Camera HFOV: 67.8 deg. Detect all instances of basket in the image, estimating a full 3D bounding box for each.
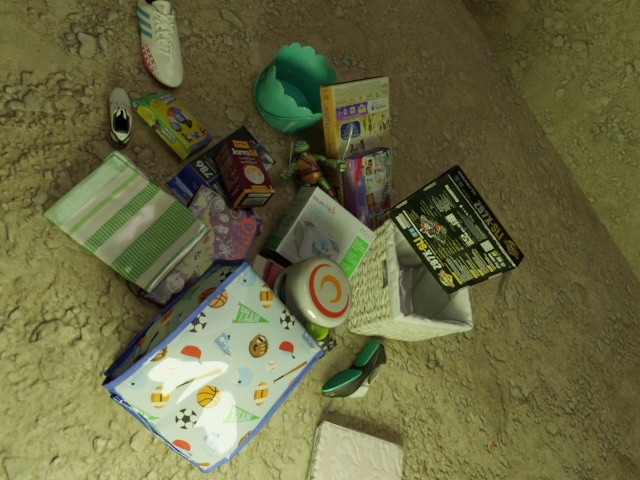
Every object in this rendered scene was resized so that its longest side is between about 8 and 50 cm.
[{"bbox_3d":[0.284,0.146,1.571,0.331,0.266,0.329,13,63,-29],"label":"basket"}]

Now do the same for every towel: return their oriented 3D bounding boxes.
[{"bbox_3d":[-0.479,-0.050,1.211,0.324,0.038,0.248,39,66,-3],"label":"towel"},{"bbox_3d":[0.095,0.712,1.329,0.316,0.053,0.332,27,56,-22],"label":"towel"}]

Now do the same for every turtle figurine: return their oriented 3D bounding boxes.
[{"bbox_3d":[-0.016,-0.201,1.531,0.197,0.274,0.267,-23,98,-38],"label":"turtle figurine"}]

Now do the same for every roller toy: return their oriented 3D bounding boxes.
[{"bbox_3d":[-0.024,0.146,1.269,0.209,0.146,0.191,-40,102,-47],"label":"roller toy"}]

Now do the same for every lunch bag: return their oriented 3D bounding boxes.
[{"bbox_3d":[-0.247,0.283,1.102,0.328,0.239,0.385,50,63,-19],"label":"lunch bag"}]

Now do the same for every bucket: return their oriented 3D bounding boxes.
[{"bbox_3d":[-0.086,-0.516,1.657,0.281,0.183,0.281,15,62,-29],"label":"bucket"}]

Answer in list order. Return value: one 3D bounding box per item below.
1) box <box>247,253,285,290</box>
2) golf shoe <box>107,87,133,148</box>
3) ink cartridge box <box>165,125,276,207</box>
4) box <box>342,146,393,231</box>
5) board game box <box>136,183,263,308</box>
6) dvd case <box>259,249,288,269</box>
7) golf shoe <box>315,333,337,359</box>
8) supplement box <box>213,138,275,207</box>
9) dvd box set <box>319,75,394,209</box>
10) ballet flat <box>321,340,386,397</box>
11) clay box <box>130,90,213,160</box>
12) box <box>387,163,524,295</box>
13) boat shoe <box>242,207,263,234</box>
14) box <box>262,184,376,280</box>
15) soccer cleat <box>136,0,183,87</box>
[{"bbox_3d":[-0.132,0.166,1.361,0.232,0.126,0.149,30,57,-22],"label":"box"},{"bbox_3d":[-0.551,-0.352,1.324,0.067,0.086,0.186,2,68,-34],"label":"golf shoe"},{"bbox_3d":[-0.294,-0.207,1.455,0.165,0.065,0.333,48,52,-9],"label":"ink cartridge box"},{"bbox_3d":[0.171,-0.163,1.671,0.200,0.057,0.294,-24,117,-40],"label":"box"},{"bbox_3d":[-0.319,0.042,1.302,0.208,0.056,0.347,33,65,-24],"label":"board game box"},{"bbox_3d":[-0.133,0.066,1.420,0.087,0.119,0.013,30,91,-22],"label":"dvd case"},{"bbox_3d":[-0.044,0.324,1.398,0.198,0.077,0.094,-26,75,-46],"label":"golf shoe"},{"bbox_3d":[-0.221,-0.193,1.380,0.104,0.081,0.188,-5,62,-43],"label":"supplement box"},{"bbox_3d":[0.140,-0.347,1.679,0.307,0.062,0.421,-26,118,-39],"label":"dvd box set"},{"bbox_3d":[0.120,0.416,1.454,0.280,0.095,0.096,-31,102,-39],"label":"ballet flat"},{"bbox_3d":[-0.437,-0.353,1.405,0.222,0.053,0.127,48,34,-10],"label":"clay box"},{"bbox_3d":[0.383,-0.020,1.378,0.079,0.257,0.322,-38,91,-40],"label":"box"},{"bbox_3d":[-0.218,-0.077,1.443,0.040,0.049,0.142,-34,114,-33],"label":"boat shoe"},{"bbox_3d":[0.000,0.000,1.462,0.262,0.126,0.231,38,80,-24],"label":"box"},{"bbox_3d":[-0.490,-0.637,1.453,0.116,0.143,0.331,-11,77,-37],"label":"soccer cleat"}]
